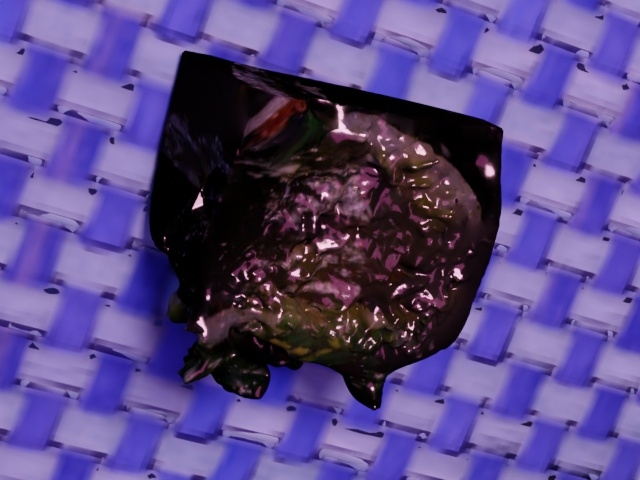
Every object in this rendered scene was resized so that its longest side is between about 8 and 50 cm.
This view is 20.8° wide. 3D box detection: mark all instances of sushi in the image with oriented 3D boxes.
[{"bbox_3d":[0.000,0.000,0.476,0.083,0.056,0.084,6,105,-27],"label":"sushi"}]
